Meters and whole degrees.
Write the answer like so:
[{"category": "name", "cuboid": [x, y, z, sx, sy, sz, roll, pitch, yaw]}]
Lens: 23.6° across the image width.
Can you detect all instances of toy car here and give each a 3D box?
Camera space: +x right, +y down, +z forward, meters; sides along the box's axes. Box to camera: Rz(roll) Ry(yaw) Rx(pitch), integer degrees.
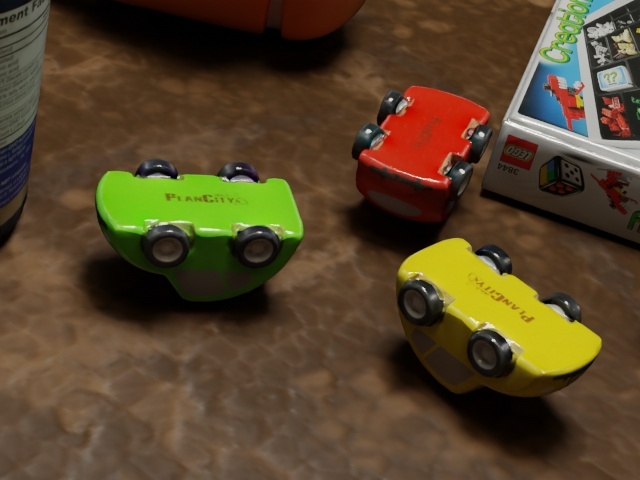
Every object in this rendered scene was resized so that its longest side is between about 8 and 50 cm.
[{"category": "toy car", "cuboid": [0.000, 0.000, 0.752, 0.225, 0.053, 0.239, 2, 37, -16]}]

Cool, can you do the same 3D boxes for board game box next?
[{"category": "board game box", "cuboid": [0.227, -0.093, 0.956, 0.193, 0.053, 0.305, 20, 36, 7]}]

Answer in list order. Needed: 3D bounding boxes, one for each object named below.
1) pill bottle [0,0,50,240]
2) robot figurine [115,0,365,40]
[{"category": "pill bottle", "cuboid": [-0.183, -0.105, 0.687, 0.123, 0.219, 0.122, 9, 36, -7]}, {"category": "robot figurine", "cuboid": [-0.055, -0.194, 0.935, 0.220, 0.158, 0.128, 13, 58, -1]}]
